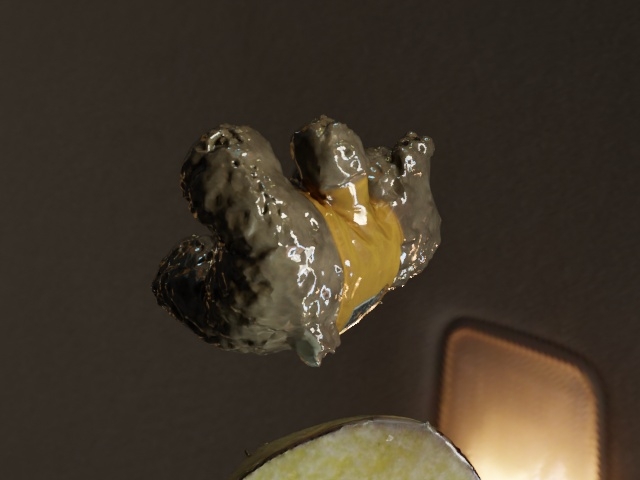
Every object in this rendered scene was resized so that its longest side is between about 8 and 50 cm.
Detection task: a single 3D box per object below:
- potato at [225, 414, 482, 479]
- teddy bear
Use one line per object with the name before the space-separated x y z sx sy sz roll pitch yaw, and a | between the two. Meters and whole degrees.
potato | 0.012 0.274 1.324 0.299 0.116 0.239 -38 -77 7
teddy bear | 0.000 0.000 0.918 0.140 0.190 0.177 44 -42 21
